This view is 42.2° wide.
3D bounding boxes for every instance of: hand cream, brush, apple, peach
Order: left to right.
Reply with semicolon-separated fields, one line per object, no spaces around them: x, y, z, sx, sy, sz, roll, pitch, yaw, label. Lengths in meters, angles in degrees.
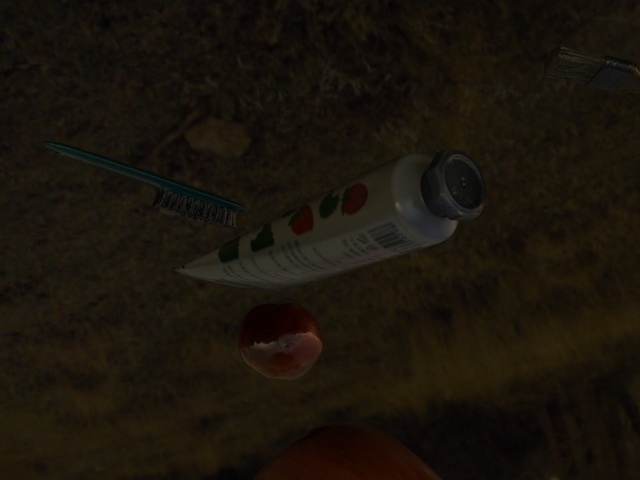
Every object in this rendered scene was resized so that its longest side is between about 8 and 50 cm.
-0.160;-0.047;0.757;0.193;0.032;0.043;17;171;-25;brush
-0.050;0.122;1.009;0.101;0.100;0.100;-12;163;-4;peach
0.000;0.000;0.595;0.095;0.059;0.276;15;156;-36;hand cream
0.039;0.300;0.784;0.242;0.241;0.242;-53;166;-19;apple
0.263;-0.125;0.660;0.170;0.014;0.043;13;167;-2;brush
